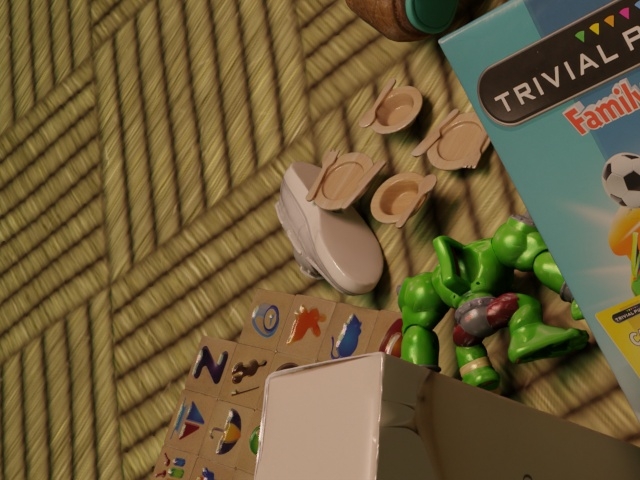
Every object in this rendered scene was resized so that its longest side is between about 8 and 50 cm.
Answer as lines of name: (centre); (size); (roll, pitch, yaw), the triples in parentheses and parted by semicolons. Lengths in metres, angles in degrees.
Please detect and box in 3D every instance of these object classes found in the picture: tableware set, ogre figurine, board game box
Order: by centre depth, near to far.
board game box: (0.261, -0.038, 1.000); (0.254, 0.079, 0.336); (-26, 95, 40)
ogre figurine: (0.134, 0.054, 1.247); (0.197, 0.097, 0.118); (-44, 55, 43)
tableware set: (0.069, -0.074, 1.402); (0.169, 0.020, 0.141); (23, 70, 47)

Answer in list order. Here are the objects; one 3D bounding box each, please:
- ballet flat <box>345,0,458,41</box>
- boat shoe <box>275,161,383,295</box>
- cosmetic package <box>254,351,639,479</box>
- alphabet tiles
ballet flat: (0.098, -0.344, 1.404); (0.124, 0.116, 0.342); (18, 92, 43)
boat shoe: (0.000, 0.000, 1.453); (0.184, 0.066, 0.063); (56, 130, 43)
cosmetic package: (0.105, 0.192, 1.039); (0.113, 0.309, 0.160); (-16, 61, 45)
alphabet tiles: (-0.028, 0.189, 1.416); (0.342, 0.011, 0.285); (8, 75, 48)
